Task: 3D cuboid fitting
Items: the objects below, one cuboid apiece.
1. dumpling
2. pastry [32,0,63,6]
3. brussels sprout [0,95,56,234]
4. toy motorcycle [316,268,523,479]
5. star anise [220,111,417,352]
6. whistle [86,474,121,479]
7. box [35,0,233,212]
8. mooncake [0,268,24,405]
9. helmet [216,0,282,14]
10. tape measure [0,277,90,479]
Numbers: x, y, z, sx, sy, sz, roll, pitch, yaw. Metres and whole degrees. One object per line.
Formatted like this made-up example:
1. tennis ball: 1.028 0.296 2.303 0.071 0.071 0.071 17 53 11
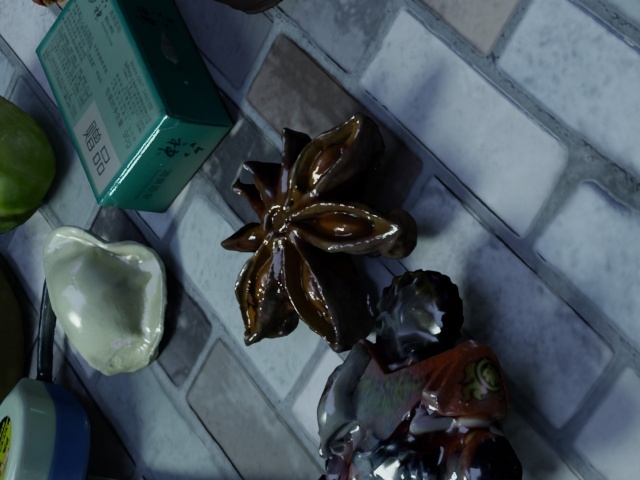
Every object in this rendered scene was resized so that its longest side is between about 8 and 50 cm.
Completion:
1. dumpling: -0.230 0.053 1.465 0.134 0.100 0.169 -28 67 25
2. pastry: -0.343 -0.360 1.652 0.087 0.063 0.169 -32 58 29
3. brussels sprout: -0.398 -0.088 1.623 0.131 0.145 0.183 112 -177 -49
4. toy motorcycle: 0.065 0.235 1.120 0.207 0.134 0.401 38 111 48
5. star anise: 0.005 -0.003 1.236 0.220 0.099 0.214 -18 87 38
6. whistle: -0.152 0.290 1.385 0.326 0.057 0.068 -3 78 46
7. box: -0.211 -0.171 1.471 0.153 0.092 0.245 -47 54 33
8. mooncake: -0.515 0.140 1.689 0.284 0.155 0.284 4 97 42
9. helmet: -0.114 -0.383 1.338 0.225 0.177 0.305 -29 67 42
10. tape measure: -0.315 0.207 1.515 0.215 0.098 0.351 27 101 67
